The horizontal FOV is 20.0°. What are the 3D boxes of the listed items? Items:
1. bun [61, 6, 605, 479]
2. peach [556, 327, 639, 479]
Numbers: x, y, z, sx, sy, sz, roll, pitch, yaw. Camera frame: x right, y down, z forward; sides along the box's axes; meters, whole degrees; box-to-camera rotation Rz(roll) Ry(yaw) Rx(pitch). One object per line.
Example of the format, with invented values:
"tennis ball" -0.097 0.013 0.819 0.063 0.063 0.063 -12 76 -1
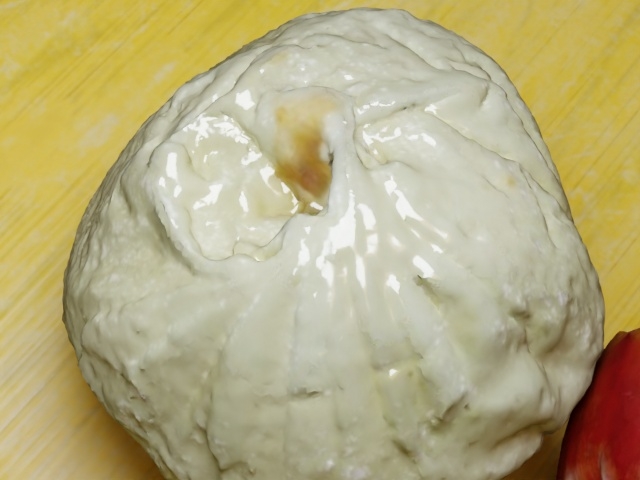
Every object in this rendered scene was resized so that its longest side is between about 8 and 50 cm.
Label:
"bun" 0.000 0.000 1.125 0.349 0.227 0.352 20 60 32
"peach" 0.323 0.133 1.142 0.338 0.281 0.281 -32 73 -17
